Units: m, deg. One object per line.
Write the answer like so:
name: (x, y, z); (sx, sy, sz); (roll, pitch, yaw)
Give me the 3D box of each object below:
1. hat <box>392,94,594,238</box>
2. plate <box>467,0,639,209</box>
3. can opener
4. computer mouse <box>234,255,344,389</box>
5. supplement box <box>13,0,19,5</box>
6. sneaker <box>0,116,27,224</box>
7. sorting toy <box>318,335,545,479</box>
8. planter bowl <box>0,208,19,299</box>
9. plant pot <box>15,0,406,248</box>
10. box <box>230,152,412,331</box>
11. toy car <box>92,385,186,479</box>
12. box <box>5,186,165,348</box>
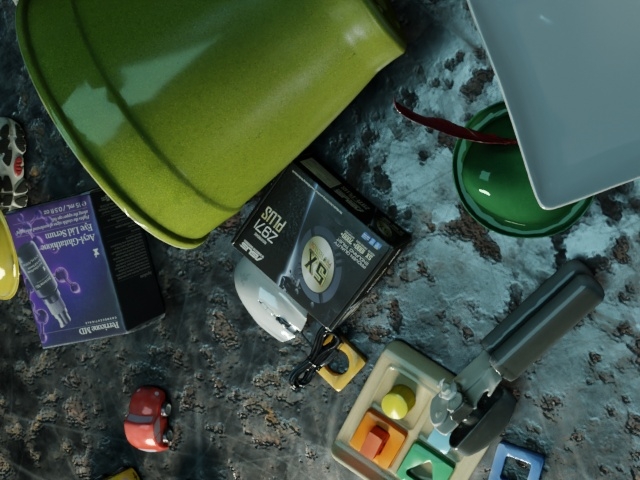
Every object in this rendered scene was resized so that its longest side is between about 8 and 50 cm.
hat: (0.203, -0.075, 1.297); (0.209, 0.183, 0.173); (10, 103, 22)
plate: (0.336, -0.207, 1.263); (0.277, 0.045, 0.278); (-19, 93, 11)
can opener: (0.240, 0.143, 1.380); (0.093, 0.074, 0.280); (33, 108, -24)
computer mouse: (-0.058, 0.100, 1.513); (0.193, 0.042, 0.106); (48, 116, 14)
supplement box: (-0.372, -0.355, 1.555); (0.098, 0.062, 0.036); (-33, 87, 25)
sneaker: (-0.477, -0.098, 1.663); (0.071, 0.068, 0.169); (10, 96, 37)
sorting toy: (0.119, 0.256, 1.477); (0.348, 0.047, 0.196); (32, 111, 15)
planter bowl: (-0.536, 0.003, 1.634); (0.217, 0.090, 0.217); (29, 132, 38)
plant pot: (-0.101, -0.234, 1.333); (0.353, 0.366, 0.366); (-31, 88, 13)
box: (0.000, 0.000, 1.459); (0.180, 0.077, 0.147); (42, 114, 10)
toy car: (-0.232, 0.362, 1.645); (0.225, 0.053, 0.239); (35, 112, 14)
box: (-0.331, 0.035, 1.592); (0.153, 0.108, 0.207); (-13, 95, 24)
